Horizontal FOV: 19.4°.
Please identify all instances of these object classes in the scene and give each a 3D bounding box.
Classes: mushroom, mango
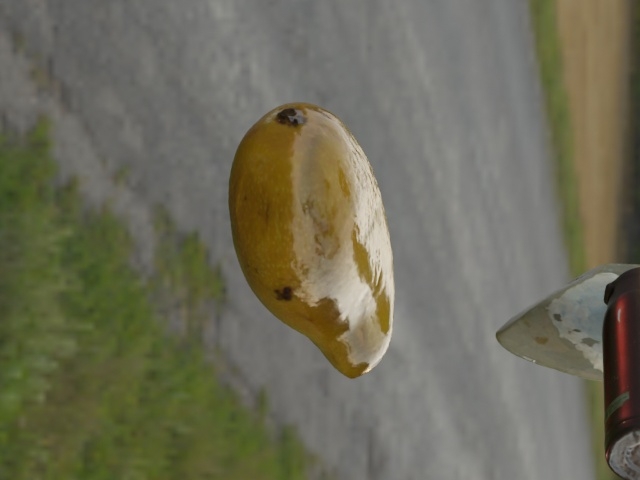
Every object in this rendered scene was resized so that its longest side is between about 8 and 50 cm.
[{"bbox_3d":[0.353,0.090,1.943,0.128,0.350,0.128,-175,-90,-84],"label":"mushroom"},{"bbox_3d":[-0.006,-0.001,1.702,0.295,0.120,0.177,74,25,-48],"label":"mango"}]

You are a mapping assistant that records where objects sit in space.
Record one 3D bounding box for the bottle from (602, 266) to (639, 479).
[{"bbox_3d":[0.215,0.083,1.230,0.164,0.060,0.060,-82,168,-50],"label":"bottle"}]
